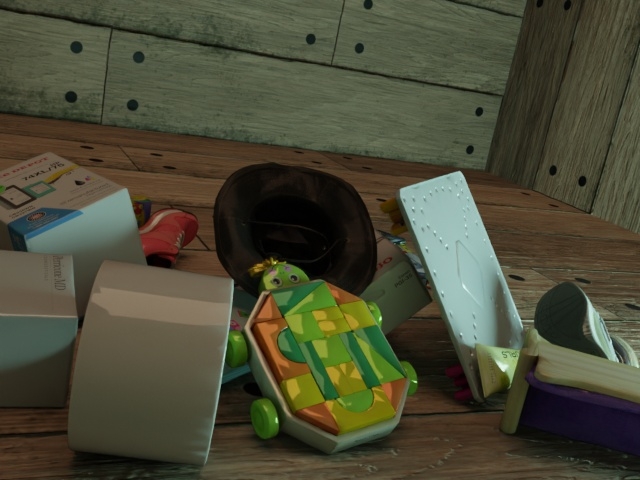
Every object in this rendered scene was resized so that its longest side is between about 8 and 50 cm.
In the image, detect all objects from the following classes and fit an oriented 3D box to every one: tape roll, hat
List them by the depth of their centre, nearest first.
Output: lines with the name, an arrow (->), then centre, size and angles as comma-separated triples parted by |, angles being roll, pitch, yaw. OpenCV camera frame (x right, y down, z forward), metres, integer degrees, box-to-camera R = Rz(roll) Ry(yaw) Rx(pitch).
tape roll -> -0.213, 0.156, 1.011 | 0.169, 0.246, 0.246 | 9, 15, -9
hat -> -0.053, 0.016, 1.440 | 0.331, 0.134, 0.331 | 8, 51, -10

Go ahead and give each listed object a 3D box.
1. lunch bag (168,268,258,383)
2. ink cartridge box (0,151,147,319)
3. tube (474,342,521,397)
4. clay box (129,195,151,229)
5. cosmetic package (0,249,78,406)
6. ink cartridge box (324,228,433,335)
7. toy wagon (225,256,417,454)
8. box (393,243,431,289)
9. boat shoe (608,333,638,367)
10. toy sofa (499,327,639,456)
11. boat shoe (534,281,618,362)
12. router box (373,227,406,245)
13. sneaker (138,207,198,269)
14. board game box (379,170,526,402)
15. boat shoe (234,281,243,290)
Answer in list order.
lunch bag -> -0.229, 0.139, 1.322 | 0.279, 0.107, 0.224 | 18, 18, 25
ink cartridge box -> -0.477, -0.008, 1.407 | 0.270, 0.197, 0.198 | 23, 42, 39
tube -> 0.345, 0.231, 1.422 | 0.240, 0.062, 0.070 | 9, 28, -49
clay box -> -0.491, -0.036, 1.732 | 0.222, 0.127, 0.053 | 0, 18, -34
cosmetic package -> -0.541, 0.111, 1.088 | 0.385, 0.156, 0.217 | 3, 23, -23
ink cartridge box -> 0.056, 0.084, 1.533 | 0.207, 0.117, 0.283 | -35, 27, -5
toy wagon -> -0.015, 0.153, 1.206 | 0.267, 0.068, 0.344 | -9, 56, -32
box -> 0.179, 0.058, 2.033 | 0.159, 0.044, 0.233 | 7, 16, -15
boat shoe -> 0.535, 0.223, 1.601 | 0.092, 0.102, 0.285 | 0, 16, -12
toy sofa -> 0.481, 0.278, 1.251 | 0.363, 0.150, 0.177 | 14, 20, 10
boat shoe -> 0.496, 0.203, 1.494 | 0.103, 0.118, 0.320 | 45, 19, -28
router box -> 0.168, 0.000, 2.246 | 0.122, 0.038, 0.092 | 21, 17, 32
sneaker -> -0.349, 0.024, 1.704 | 0.136, 0.115, 0.314 | 29, 27, 21
board game box -> 0.266, 0.071, 1.508 | 0.050, 0.389, 0.390 | -22, 0, 27
boat shoe -> -0.198, 0.095, 1.657 | 0.100, 0.035, 0.035 | -8, -3, -42
